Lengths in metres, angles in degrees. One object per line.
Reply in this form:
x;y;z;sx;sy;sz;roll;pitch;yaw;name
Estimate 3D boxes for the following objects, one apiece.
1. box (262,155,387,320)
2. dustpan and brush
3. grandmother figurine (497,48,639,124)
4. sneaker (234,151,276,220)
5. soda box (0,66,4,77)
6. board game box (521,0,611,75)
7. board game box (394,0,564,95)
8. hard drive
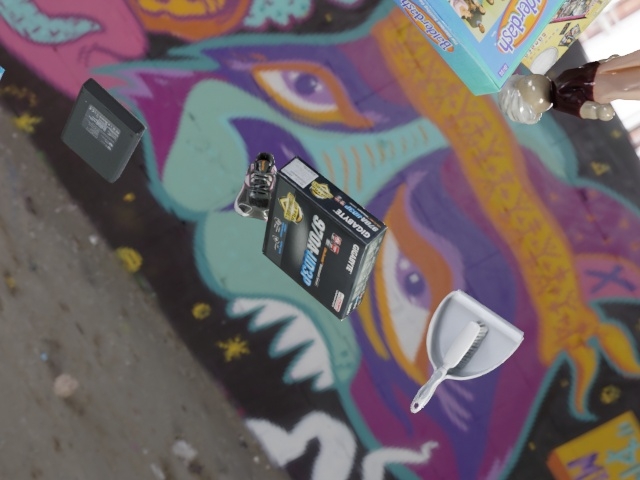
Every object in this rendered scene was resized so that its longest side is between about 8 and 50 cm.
0.000;0.000;1.572;0.175;0.051;0.220;40;-31;16;box
0.217;0.198;1.745;0.147;0.211;0.060;35;1;22;dustpan and brush
0.461;-0.261;1.751;0.208;0.342;0.104;-45;123;-56;grandmother figurine
-0.110;-0.101;1.858;0.178;0.072;0.077;-98;-161;-59;sneaker
-0.617;-0.237;1.813;0.071;0.210;0.067;42;45;-2;soda box
0.496;-0.463;2.189;0.042;0.243;0.165;50;15;31;board game box
0.154;-0.283;1.109;0.210;0.160;0.047;45;-21;-21;board game box
-0.284;-0.139;1.371;0.094;0.135;0.022;42;54;-2;hard drive
